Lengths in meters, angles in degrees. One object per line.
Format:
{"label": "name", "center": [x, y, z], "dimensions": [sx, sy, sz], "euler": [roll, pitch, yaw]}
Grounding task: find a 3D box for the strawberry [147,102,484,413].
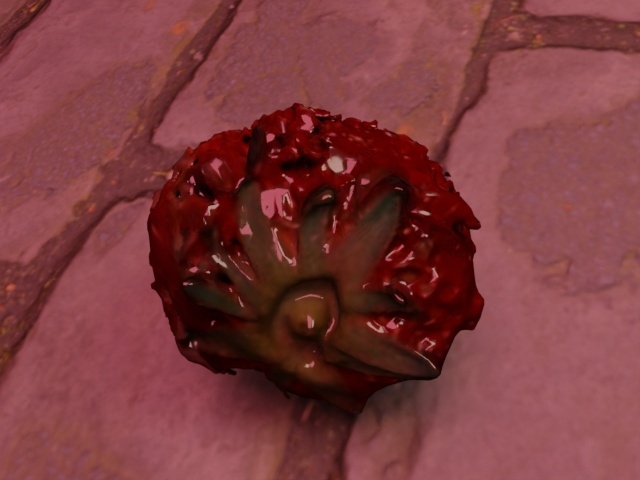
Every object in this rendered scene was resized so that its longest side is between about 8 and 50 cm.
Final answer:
{"label": "strawberry", "center": [0.000, 0.000, 0.428], "dimensions": [0.187, 0.184, 0.201], "euler": [-34, 11, 19]}
